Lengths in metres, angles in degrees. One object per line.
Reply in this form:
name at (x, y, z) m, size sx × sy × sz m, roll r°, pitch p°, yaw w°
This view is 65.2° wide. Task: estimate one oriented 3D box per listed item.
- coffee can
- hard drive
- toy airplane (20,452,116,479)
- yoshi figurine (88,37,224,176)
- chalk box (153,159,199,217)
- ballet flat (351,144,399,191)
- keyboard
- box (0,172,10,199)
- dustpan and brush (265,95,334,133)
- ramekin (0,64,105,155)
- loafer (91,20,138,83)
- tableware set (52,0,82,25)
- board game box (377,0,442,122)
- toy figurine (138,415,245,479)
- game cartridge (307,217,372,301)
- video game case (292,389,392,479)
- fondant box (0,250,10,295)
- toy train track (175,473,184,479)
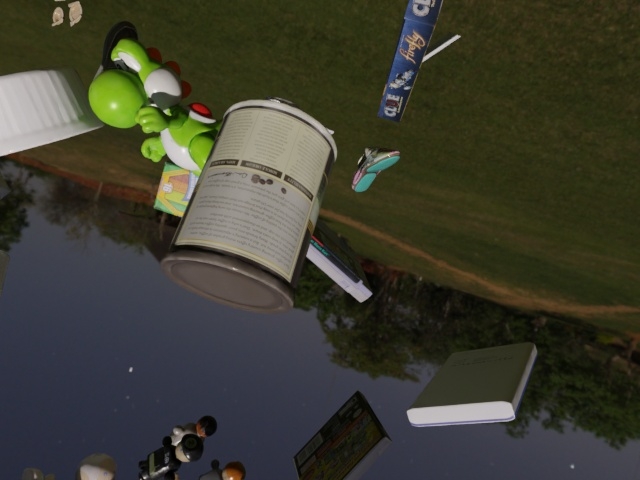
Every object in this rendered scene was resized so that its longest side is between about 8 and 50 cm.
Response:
coffee can at (-0.102, -0.049, 0.785) m, size 0.202 × 0.275 × 0.201 m, roll 14°, pitch 156°, yaw 6°
hard drive at (0.343, 0.308, 1.096) m, size 0.210 × 0.040 × 0.319 m, roll -17°, pitch -179°, yaw 32°
toy airplane at (-0.564, 0.607, 1.133) m, size 0.385 × 0.272 × 0.386 m, roll 26°, pitch 169°, yaw -12°
yoshi figurine at (-0.325, -0.221, 1.022) m, size 0.362 × 0.204 × 0.203 m, roll 54°, pitch -156°, yaw -18°
chalk box at (-0.308, -0.123, 1.333) m, size 0.213 × 0.132 × 0.132 m, roll 18°, pitch -165°, yaw -3°
ballet flat at (0.140, -0.212, 1.383) m, size 0.077 × 0.079 × 0.221 m, roll -8°, pitch 163°, yaw -24°
keyboard at (0.333, -0.603, 1.637) m, size 0.014 × 0.256 × 0.072 m, roll 55°, pitch -175°, yaw -28°
box at (-0.896, -0.147, 1.306) m, size 0.101 × 0.102 × 0.087 m, roll 52°, pitch -178°, yaw 18°
dustpan and brush at (-0.064, -0.344, 1.459) m, size 0.211 × 0.060 × 0.147 m, roll 1°, pitch 157°, yaw -17°
ramekin at (-0.606, -0.264, 1.024) m, size 0.277 × 0.135 × 0.277 m, roll -12°, pitch -160°, yaw 5°
loafer at (-0.598, -0.523, 1.489) m, size 0.087 × 0.251 × 0.094 m, roll 29°, pitch -169°, yaw 34°
tableware set at (-0.823, -0.774, 1.619) m, size 0.141 × 0.168 × 0.020 m, roll -2°, pitch -178°, yaw 31°
board game box at (0.141, -0.311, 0.750) m, size 0.042 × 0.165 × 0.243 m, roll 17°, pitch 164°, yaw 3°
toy figurine at (-0.276, 0.516, 1.126) m, size 0.213 × 0.148 × 0.209 m, roll 60°, pitch -174°, yaw 2°
game cartridge at (0.000, 0.000, 1.360) m, size 0.355 × 0.068 × 0.230 m, roll 42°, pitch -169°, yaw -30°
video game case at (0.049, 0.563, 1.335) m, size 0.035 × 0.275 × 0.248 m, roll 44°, pitch 179°, yaw -15°
fondant box at (-0.845, 0.075, 1.070) m, size 0.096 × 0.238 × 0.330 m, roll -9°, pitch 151°, yaw 6°
toy train track at (-0.424, 0.730, 1.467) m, size 0.048 × 0.083 × 0.014 m, roll 3°, pitch 142°, yaw -14°
